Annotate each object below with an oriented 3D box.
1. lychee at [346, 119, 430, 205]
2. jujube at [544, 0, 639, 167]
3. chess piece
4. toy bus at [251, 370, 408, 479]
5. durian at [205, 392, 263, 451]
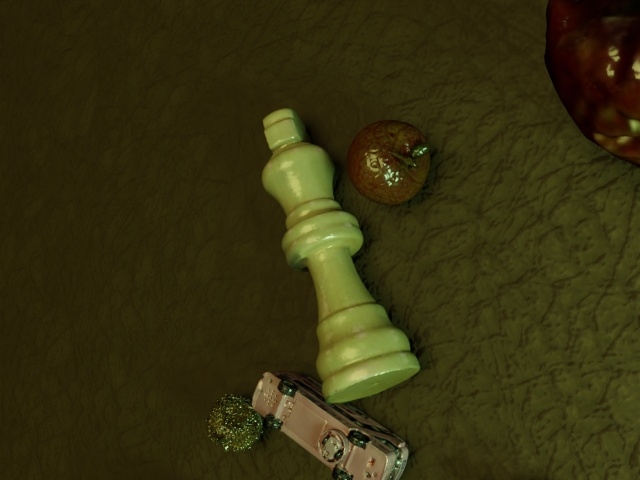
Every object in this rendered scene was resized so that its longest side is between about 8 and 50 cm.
[{"bbox_3d":[0.084,-0.089,0.783,0.140,0.114,0.101,39,135,50],"label":"lychee"},{"bbox_3d":[0.374,-0.160,0.514,0.377,0.276,0.276,29,98,38],"label":"jujube"},{"bbox_3d":[0.000,0.000,0.831,0.117,0.117,0.397,-32,64,26],"label":"chess piece"},{"bbox_3d":[0.010,0.226,0.794,0.203,0.090,0.063,28,98,35],"label":"toy bus"},{"bbox_3d":[-0.118,0.247,0.880,0.080,0.091,0.080,6,105,23],"label":"durian"}]
